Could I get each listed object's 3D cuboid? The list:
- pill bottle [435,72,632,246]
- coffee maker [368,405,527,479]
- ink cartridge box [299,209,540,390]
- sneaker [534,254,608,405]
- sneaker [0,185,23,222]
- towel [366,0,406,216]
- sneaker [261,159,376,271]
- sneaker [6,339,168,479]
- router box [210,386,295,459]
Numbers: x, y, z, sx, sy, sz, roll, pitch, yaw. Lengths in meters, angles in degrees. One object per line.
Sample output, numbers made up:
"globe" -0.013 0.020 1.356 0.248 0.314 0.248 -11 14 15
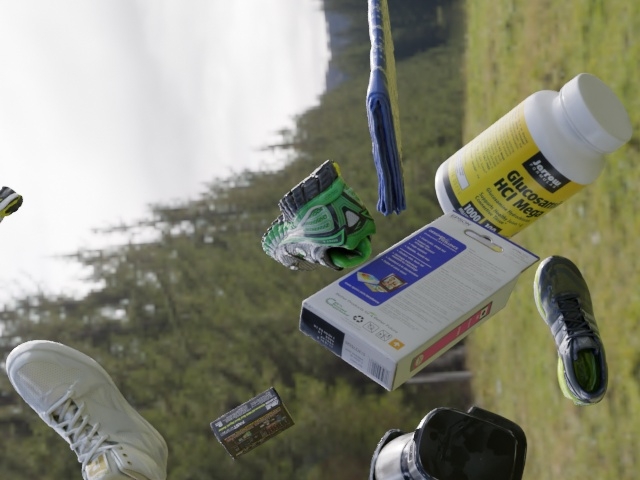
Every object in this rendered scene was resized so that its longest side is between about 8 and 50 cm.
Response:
"pill bottle" 0.378 -0.144 2.084 0.334 0.187 0.188 -39 37 37
"coffee maker" 0.158 0.251 1.294 0.178 0.171 0.120 130 137 -66
"ink cartridge box" 0.155 0.078 1.755 0.371 0.175 0.069 -31 -39 -39
"sneaker" 0.490 0.171 2.235 0.121 0.111 0.300 116 137 -86
"sneaker" -0.410 -0.036 1.460 0.035 0.083 0.031 42 156 29
"towel" 0.078 -0.228 1.586 0.243 0.040 0.336 77 -171 -51
"sneaker" 0.000 0.000 1.878 0.146 0.134 0.343 51 167 6
"sneaker" -0.317 0.268 1.635 0.292 0.108 0.169 44 -171 -23
"router box" -0.111 0.301 1.930 0.038 0.122 0.092 56 174 32
